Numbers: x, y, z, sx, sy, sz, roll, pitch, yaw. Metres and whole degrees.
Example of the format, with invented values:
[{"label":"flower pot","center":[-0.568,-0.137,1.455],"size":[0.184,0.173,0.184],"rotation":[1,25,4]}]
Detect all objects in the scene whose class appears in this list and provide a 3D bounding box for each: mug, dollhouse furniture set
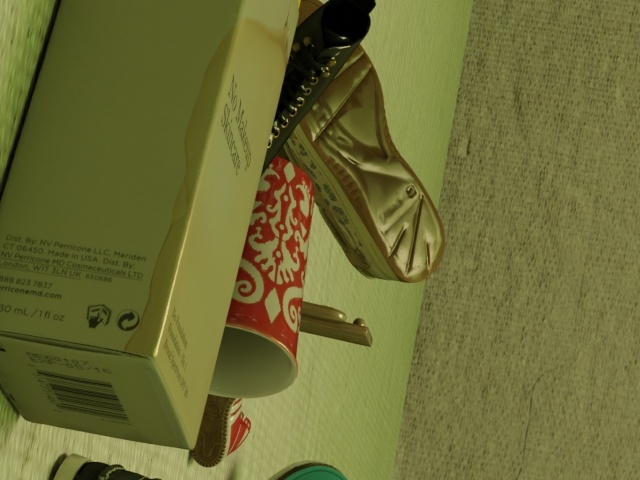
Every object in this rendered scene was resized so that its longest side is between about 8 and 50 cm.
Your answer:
[{"label":"mug","center":[-0.060,0.013,1.484],"size":[0.150,0.113,0.169],"rotation":[89,9,-56]},{"label":"dollhouse furniture set","center":[0.000,0.000,1.771],"size":[0.144,0.123,0.151],"rotation":[67,37,-74]}]

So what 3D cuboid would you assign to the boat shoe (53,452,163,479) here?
[{"label":"boat shoe","center":[-0.147,0.260,1.266],"size":[0.084,0.079,0.233],"rotation":[-53,152,-76]}]

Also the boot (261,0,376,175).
[{"label":"boot","center":[-0.040,-0.096,1.371],"size":[0.137,0.077,0.198],"rotation":[-40,-162,44]}]

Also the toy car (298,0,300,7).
[{"label":"toy car","center":[-0.058,-0.219,1.445],"size":[0.239,0.053,0.225],"rotation":[89,13,-46]}]

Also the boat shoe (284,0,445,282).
[{"label":"boat shoe","center":[0.009,-0.084,1.706],"size":[0.104,0.089,0.285],"rotation":[-35,107,-35]}]

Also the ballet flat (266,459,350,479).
[{"label":"ballet flat","center":[-0.071,0.397,1.819],"size":[0.139,0.139,0.400],"rotation":[85,20,-57]}]

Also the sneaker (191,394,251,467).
[{"label":"sneaker","center":[-0.081,0.138,1.686],"size":[0.067,0.042,0.118],"rotation":[-7,113,-77]}]

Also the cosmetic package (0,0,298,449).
[{"label":"cosmetic package","center":[-0.102,-0.051,1.133],"size":[0.160,0.113,0.309],"rotation":[79,22,-66]}]
